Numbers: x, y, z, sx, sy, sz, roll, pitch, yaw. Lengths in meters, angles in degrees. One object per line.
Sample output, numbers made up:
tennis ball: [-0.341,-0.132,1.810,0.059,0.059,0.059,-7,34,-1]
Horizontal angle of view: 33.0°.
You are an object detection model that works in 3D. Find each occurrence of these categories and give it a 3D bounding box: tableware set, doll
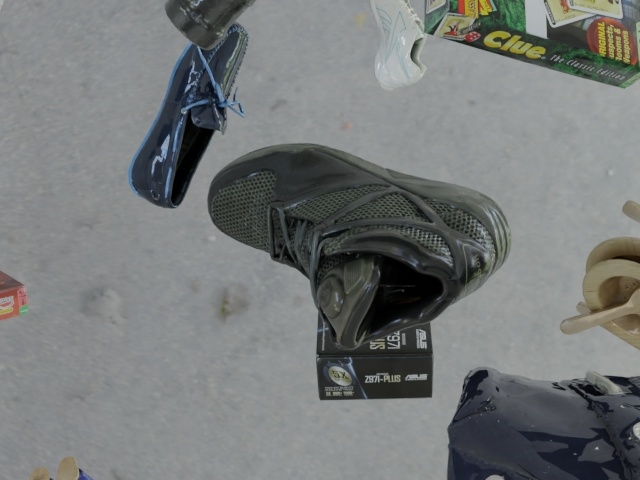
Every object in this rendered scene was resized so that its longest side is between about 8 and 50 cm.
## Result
tableware set: [0.242,0.069,0.661,0.194,0.128,0.039,32,58,19]
doll: [-0.302,0.345,1.362,0.129,0.046,0.189,-21,135,2]

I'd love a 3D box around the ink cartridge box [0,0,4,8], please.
ink cartridge box: [-0.463,-0.230,1.197,0.232,0.066,0.189,8,65,6]

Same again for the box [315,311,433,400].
box: [0.071,0.120,1.416,0.147,0.180,0.077,-1,126,4]

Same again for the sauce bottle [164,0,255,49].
sauce bottle: [-0.024,-0.335,1.098,0.111,0.111,0.344,37,111,-26]

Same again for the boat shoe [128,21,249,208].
boat shoe: [-0.149,-0.158,1.394,0.109,0.089,0.258,6,113,-54]

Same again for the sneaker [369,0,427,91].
sneaker: [0.096,-0.255,1.270,0.053,0.061,0.152,-7,91,-51]

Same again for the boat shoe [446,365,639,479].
boat shoe: [0.126,0.155,0.443,0.158,0.340,0.127,4,106,6]

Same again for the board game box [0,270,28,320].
board game box: [-0.375,0.058,0.784,0.281,0.145,0.027,-16,116,-38]

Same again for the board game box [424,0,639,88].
board game box: [0.123,-0.223,0.623,0.136,0.030,0.260,9,70,-21]

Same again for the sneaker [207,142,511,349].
sneaker: [0.000,0.000,0.729,0.130,0.227,0.087,-39,138,-49]
